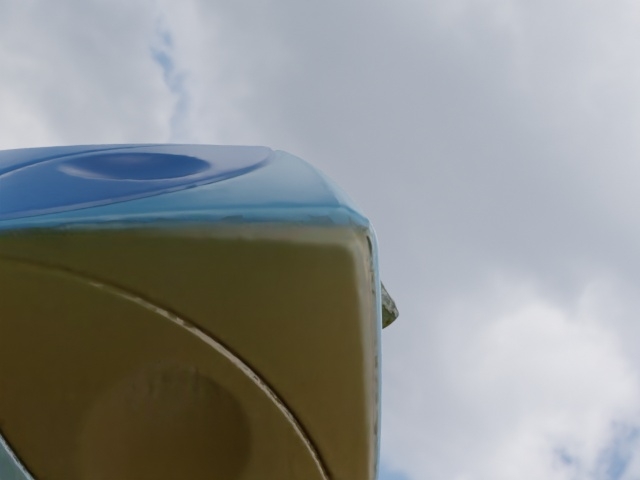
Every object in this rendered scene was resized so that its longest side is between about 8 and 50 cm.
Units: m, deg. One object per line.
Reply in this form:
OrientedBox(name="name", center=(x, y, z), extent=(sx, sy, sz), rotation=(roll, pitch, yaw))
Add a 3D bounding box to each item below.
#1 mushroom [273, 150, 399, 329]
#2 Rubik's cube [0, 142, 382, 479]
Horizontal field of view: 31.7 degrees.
OrientedBox(name="mushroom", center=(0.001, -0.003, 1.744), extent=(0.333, 0.107, 0.087), rotation=(44, -37, -10))
OrientedBox(name="Rubik's cube", center=(-0.156, 0.107, 0.970), extent=(0.351, 0.352, 0.347), rotation=(-142, -129, -67))
